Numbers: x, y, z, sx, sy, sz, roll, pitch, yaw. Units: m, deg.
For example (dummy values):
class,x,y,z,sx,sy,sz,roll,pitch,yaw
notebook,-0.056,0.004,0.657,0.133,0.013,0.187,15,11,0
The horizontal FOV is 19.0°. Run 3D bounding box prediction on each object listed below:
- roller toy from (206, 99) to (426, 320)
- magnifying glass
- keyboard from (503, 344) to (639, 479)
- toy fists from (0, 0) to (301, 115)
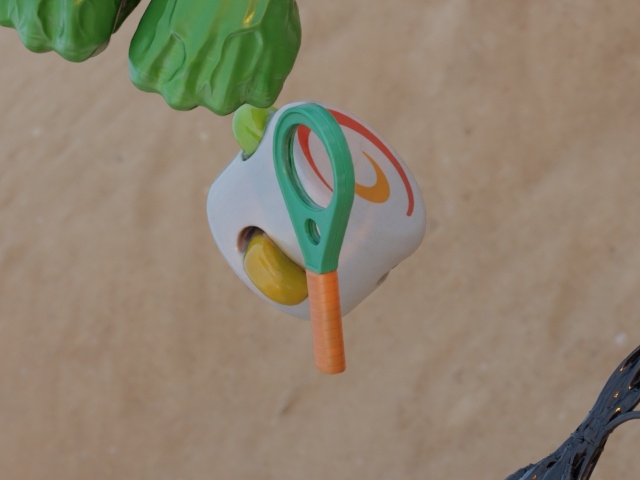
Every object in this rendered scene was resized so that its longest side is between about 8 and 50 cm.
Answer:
class,x,y,z,sx,sy,sz,roll,pitch,yaw
roller toy,-0.007,-0.023,1.851,0.146,0.191,0.209,-45,49,30
magnifying glass,0.000,0.000,1.565,0.026,0.231,0.092,-17,24,-32
keyboard,0.195,0.111,0.930,0.317,0.033,0.201,-51,39,4
toy fists,-0.148,-0.198,1.573,0.096,0.279,0.142,-47,-21,-78
